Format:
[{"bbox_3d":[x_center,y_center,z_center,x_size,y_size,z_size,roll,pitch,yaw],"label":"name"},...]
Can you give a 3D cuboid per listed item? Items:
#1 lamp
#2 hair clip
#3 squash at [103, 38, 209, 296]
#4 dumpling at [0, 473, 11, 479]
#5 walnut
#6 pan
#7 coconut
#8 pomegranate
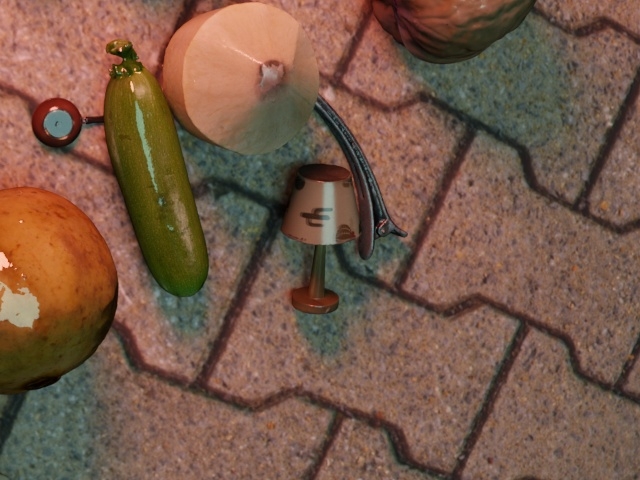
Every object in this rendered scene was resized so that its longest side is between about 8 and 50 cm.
[{"bbox_3d":[0.000,0.000,1.886,0.121,0.121,0.214,-5,113,-24],"label":"lamp"},{"bbox_3d":[0.047,-0.109,1.928,0.083,0.048,0.275,-28,108,-15],"label":"hair clip"},{"bbox_3d":[-0.231,-0.091,1.766,0.101,0.101,0.378,-19,112,-20],"label":"squash"},{"bbox_3d":[-0.471,0.388,1.785,0.169,0.100,0.134,33,51,-7],"label":"dumpling"},{"bbox_3d":[0.189,-0.374,1.809,0.248,0.248,0.248,-6,105,-23],"label":"walnut"},{"bbox_3d":[-0.333,-0.161,1.743,0.115,0.023,0.068,-8,105,-23],"label":"pan"},{"bbox_3d":[-0.104,-0.218,1.725,0.202,0.222,0.202,-3,99,-22],"label":"coconut"},{"bbox_3d":[-0.393,0.065,1.633,0.281,0.281,0.281,-6,105,-23],"label":"pomegranate"}]
